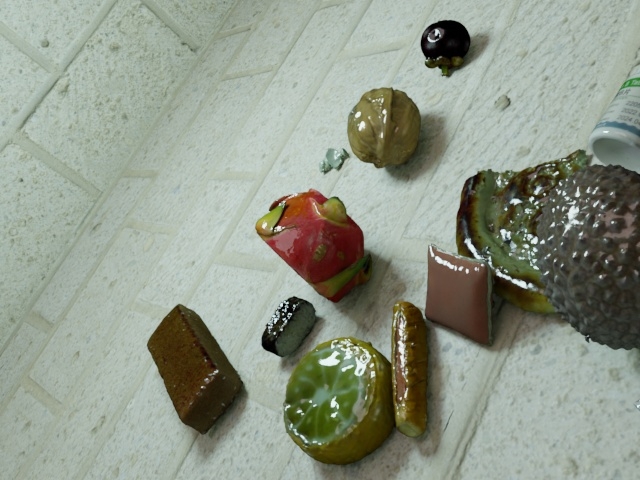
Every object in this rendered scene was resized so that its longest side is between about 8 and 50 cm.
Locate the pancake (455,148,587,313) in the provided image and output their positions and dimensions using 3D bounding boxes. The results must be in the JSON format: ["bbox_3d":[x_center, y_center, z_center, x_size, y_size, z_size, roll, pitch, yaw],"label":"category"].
[{"bbox_3d":[0.409,-0.023,1.296,0.305,0.067,0.426,-27,39,27],"label":"pancake"}]

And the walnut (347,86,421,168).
[{"bbox_3d":[0.165,-0.291,1.707,0.198,0.198,0.244,-25,41,30],"label":"walnut"}]

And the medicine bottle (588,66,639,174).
[{"bbox_3d":[0.615,-0.247,1.220,0.236,0.139,0.139,-56,35,-7],"label":"medicine bottle"}]

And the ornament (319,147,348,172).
[{"bbox_3d":[0.036,-0.236,1.923,0.092,0.041,0.068,-5,76,31],"label":"ornament"}]

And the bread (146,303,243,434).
[{"bbox_3d":[-0.344,0.324,1.746,0.165,0.113,0.416,-49,34,-1],"label":"bread"}]

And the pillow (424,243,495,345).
[{"bbox_3d":[0.273,0.102,1.284,0.179,0.075,0.171,20,116,56],"label":"pillow"}]

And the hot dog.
[{"bbox_3d":[0.178,0.244,1.288,0.061,0.088,0.285,-25,47,32],"label":"hot dog"}]

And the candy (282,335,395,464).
[{"bbox_3d":[0.041,0.323,1.333,0.260,0.118,0.259,-25,47,29],"label":"candy"}]

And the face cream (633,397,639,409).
[{"bbox_3d":[0.552,0.174,0.947,0.229,0.075,0.075,-45,35,6],"label":"face cream"}]

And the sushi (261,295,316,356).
[{"bbox_3d":[-0.077,0.208,1.585,0.078,0.090,0.150,14,66,48],"label":"sushi"}]

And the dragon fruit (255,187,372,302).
[{"bbox_3d":[0.000,0.000,1.551,0.189,0.290,0.290,-46,35,-2],"label":"dragon fruit"}]

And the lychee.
[{"bbox_3d":[0.472,0.021,1.012,0.300,0.300,0.300,-28,40,27],"label":"lychee"}]

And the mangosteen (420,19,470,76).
[{"bbox_3d":[0.342,-0.527,1.809,0.137,0.137,0.151,6,96,50],"label":"mangosteen"}]
